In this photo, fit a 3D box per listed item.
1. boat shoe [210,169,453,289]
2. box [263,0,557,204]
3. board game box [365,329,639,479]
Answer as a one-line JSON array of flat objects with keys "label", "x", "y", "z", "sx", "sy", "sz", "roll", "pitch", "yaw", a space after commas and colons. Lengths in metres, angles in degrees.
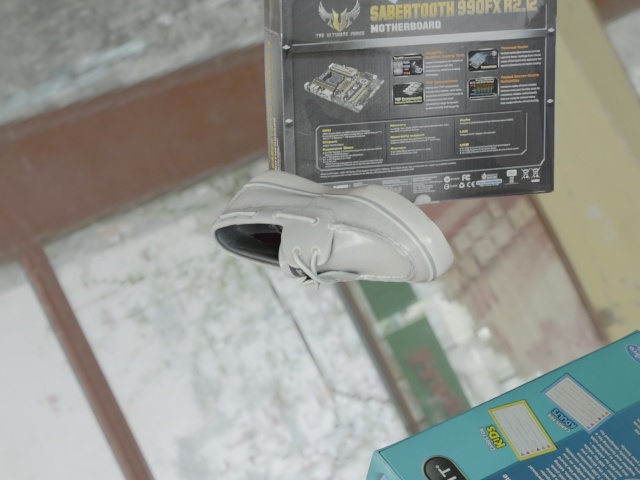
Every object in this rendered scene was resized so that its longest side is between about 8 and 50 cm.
[{"label": "boat shoe", "x": 0.000, "y": 0.000, "z": 0.925, "sx": 0.063, "sy": 0.066, "sz": 0.184, "roll": -42, "pitch": -141, "yaw": -25}, {"label": "box", "x": 0.073, "y": -0.121, "z": 1.231, "sx": 0.231, "sy": 0.183, "sz": 0.056, "roll": -6, "pitch": -164, "yaw": -14}, {"label": "board game box", "x": 0.247, "y": 0.245, "z": 1.421, "sx": 0.336, "sy": 0.254, "sz": 0.079, "roll": -20, "pitch": 142, "yaw": -30}]
